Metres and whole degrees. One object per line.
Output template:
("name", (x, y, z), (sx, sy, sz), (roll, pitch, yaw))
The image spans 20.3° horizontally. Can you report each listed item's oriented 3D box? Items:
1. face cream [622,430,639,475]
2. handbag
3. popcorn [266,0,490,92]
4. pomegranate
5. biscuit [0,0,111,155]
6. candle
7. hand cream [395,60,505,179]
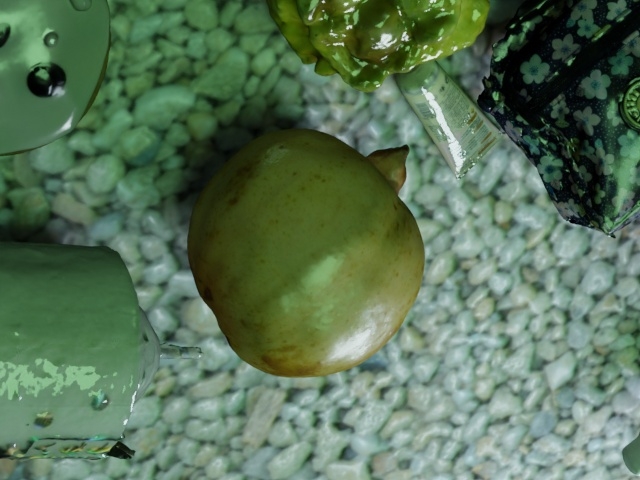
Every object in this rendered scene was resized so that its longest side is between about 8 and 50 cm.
("face cream", (0.493, 0.189, 1.856), (0.369, 0.145, 0.145), (-3, 120, -25))
("handbag", (0.259, -0.140, 1.531), (0.228, 0.127, 0.208), (-38, 93, 5))
("popcorn", (0.049, -0.204, 1.417), (0.197, 0.156, 0.198), (-17, 137, -17))
("pomegranate", (-0.012, 0.011, 1.490), (0.207, 0.207, 0.207), (-11, 123, -18))
("biscuit", (-0.247, -0.154, 1.378), (0.181, 0.049, 0.208), (-24, 124, -9))
("candle", (-0.225, 0.089, 1.455), (0.330, 0.187, 0.187), (4, 117, -29))
("hand cream", (0.113, -0.114, 1.577), (0.061, 0.039, 0.143), (-45, 136, -4))
